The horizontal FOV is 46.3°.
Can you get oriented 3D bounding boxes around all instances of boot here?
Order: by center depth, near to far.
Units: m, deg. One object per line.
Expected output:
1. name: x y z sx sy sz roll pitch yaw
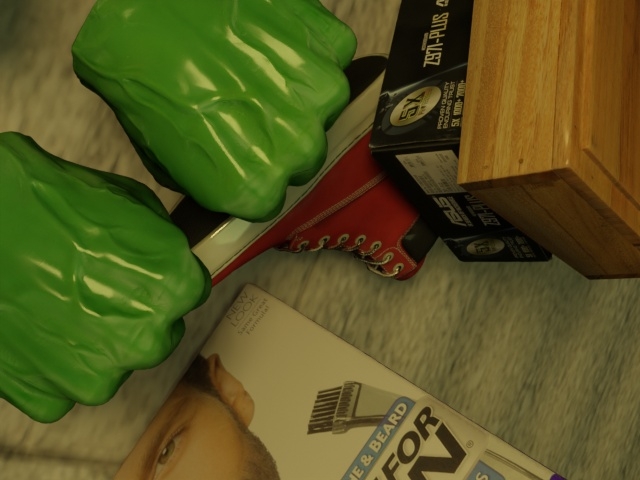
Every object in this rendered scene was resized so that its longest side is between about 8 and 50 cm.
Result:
1. boot: 0.000 0.000 0.559 0.244 0.088 0.176 -42 125 -22

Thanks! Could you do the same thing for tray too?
1. tray: 0.195 -0.198 0.529 0.202 0.076 0.411 26 65 -46

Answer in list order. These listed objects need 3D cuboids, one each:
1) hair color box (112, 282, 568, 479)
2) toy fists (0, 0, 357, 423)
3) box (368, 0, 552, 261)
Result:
1. hair color box: 0.015 0.171 0.459 0.110 0.339 0.185 39 81 -35
2. toy fists: -0.094 -0.030 0.416 0.142 0.096 0.279 38 83 8
3. box: 0.120 -0.086 0.561 0.180 0.077 0.147 41 55 -49
